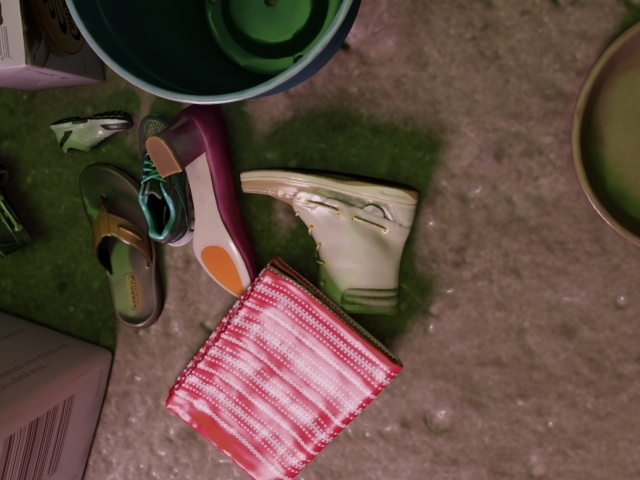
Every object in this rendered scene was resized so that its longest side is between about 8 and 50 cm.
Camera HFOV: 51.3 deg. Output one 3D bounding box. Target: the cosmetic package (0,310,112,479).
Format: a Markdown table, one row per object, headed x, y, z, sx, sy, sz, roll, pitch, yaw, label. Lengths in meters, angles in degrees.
| x | y | z | sx | sy | sz | roll | pitch | yaw | label |
| --- | --- | --- | --- | --- | --- | --- | --- | --- | --- |
| -0.526 | 0.257 | 0.783 | 0.394 | 0.329 | 0.327 | 18 | 101 | 8 | cosmetic package |

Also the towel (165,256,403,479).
| x | y | z | sx | sy | sz | roll | pitch | yaw | label |
| --- | --- | --- | --- | --- | --- | --- | --- | --- | --- |
| -0.056 | 0.175 | 0.810 | 0.199 | 0.031 | 0.275 | 40 | 118 | 2 | towel |

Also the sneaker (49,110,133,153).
| x | y | z | sx | sy | sz | roll | pitch | yaw | label |
| --- | --- | --- | --- | --- | --- | --- | --- | --- | --- |
| -0.284 | -0.137 | 0.843 | 0.109 | 0.040 | 0.043 | -5 | 113 | 14 | sneaker |

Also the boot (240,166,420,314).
| x | y | z | sx | sy | sz | roll | pitch | yaw | label |
| --- | --- | --- | --- | --- | --- | --- | --- | --- | --- |
| 0.000 | 0.000 | 0.790 | 0.213 | 0.077 | 0.165 | 10 | 101 | 8 | boot |

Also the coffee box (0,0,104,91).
| x | y | z | sx | sy | sz | roll | pitch | yaw | label |
| --- | --- | --- | --- | --- | --- | --- | --- | --- | --- |
| -0.354 | -0.332 | 0.759 | 0.119 | 0.168 | 0.297 | -3 | 96 | 10 | coffee box |

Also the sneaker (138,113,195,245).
| x | y | z | sx | sy | sz | roll | pitch | yaw | label |
| --- | --- | --- | --- | --- | --- | --- | --- | --- | --- |
| -0.192 | -0.072 | 0.811 | 0.065 | 0.076 | 0.166 | -10 | 95 | 10 | sneaker |

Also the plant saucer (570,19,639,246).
| x | y | z | sx | sy | sz | roll | pitch | yaw | label |
| --- | --- | --- | --- | --- | --- | --- | --- | --- | --- |
| 0.412 | -0.117 | 0.720 | 0.278 | 0.041 | 0.277 | 1 | 98 | 9 | plant saucer |

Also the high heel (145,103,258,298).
| x | y | z | sx | sy | sz | roll | pitch | yaw | label |
| --- | --- | --- | --- | --- | --- | --- | --- | --- | --- |
| -0.116 | -0.047 | 0.821 | 0.082 | 0.117 | 0.244 | -13 | 114 | 41 | high heel |

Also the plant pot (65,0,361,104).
| x | y | z | sx | sy | sz | roll | pitch | yaw | label |
| --- | --- | --- | --- | --- | --- | --- | --- | --- | --- |
| -0.075 | -0.265 | 0.674 | 0.272 | 0.255 | 0.271 | 1 | 97 | 9 | plant pot |

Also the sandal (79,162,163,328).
| x | y | z | sx | sy | sz | roll | pitch | yaw | label |
| --- | --- | --- | --- | --- | --- | --- | --- | --- | --- |
| -0.255 | 0.010 | 0.840 | 0.090 | 0.060 | 0.219 | -6 | 96 | 10 | sandal |

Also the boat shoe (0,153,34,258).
| x | y | z | sx | sy | sz | roll | pitch | yaw | label |
| --- | --- | --- | --- | --- | --- | --- | --- | --- | --- |
| -0.438 | -0.082 | 0.859 | 0.070 | 0.078 | 0.219 | -26 | 88 | -11 | boat shoe |
